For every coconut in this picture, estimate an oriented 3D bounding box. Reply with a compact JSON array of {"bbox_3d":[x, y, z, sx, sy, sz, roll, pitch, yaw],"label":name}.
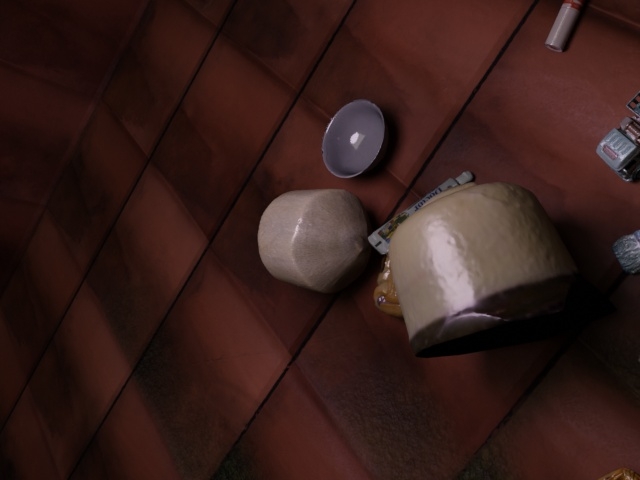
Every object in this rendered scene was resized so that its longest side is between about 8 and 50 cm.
[{"bbox_3d":[0.000,0.000,1.568,0.266,0.237,0.237,0,78,50],"label":"coconut"}]

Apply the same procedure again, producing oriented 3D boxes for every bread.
[{"bbox_3d":[0.193,0.054,1.474,0.134,0.081,0.225,13,85,41],"label":"bread"},{"bbox_3d":[0.476,0.417,1.124,0.110,0.044,0.083,-45,55,28],"label":"bread"}]

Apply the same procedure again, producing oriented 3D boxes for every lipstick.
[{"bbox_3d":[0.480,-0.435,1.363,0.038,0.038,0.130,31,101,44],"label":"lipstick"}]

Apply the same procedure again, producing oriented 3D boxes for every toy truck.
[{"bbox_3d":[0.545,-0.190,1.178,0.177,0.115,0.080,-51,49,23],"label":"toy truck"}]

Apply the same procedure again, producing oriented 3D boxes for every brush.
[{"bbox_3d":[0.582,-0.015,1.162,0.196,0.021,0.070,-35,56,30],"label":"brush"}]

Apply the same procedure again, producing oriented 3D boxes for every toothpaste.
[{"bbox_3d":[0.211,-0.062,1.446,0.255,0.037,0.067,-37,45,-5],"label":"toothpaste"}]

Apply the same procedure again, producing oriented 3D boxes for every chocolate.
[{"bbox_3d":[0.278,0.036,1.206,0.326,0.314,0.297,-21,74,40],"label":"chocolate"}]

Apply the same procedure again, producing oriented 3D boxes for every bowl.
[{"bbox_3d":[0.099,-0.226,1.640,0.189,0.086,0.189,-14,69,39],"label":"bowl"}]

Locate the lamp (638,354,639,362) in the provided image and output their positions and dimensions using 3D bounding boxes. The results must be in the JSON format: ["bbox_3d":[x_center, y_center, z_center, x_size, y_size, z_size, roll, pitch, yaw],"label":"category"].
[{"bbox_3d":[0.583,0.235,1.087,0.198,0.056,0.050,48,111,29],"label":"lamp"}]
